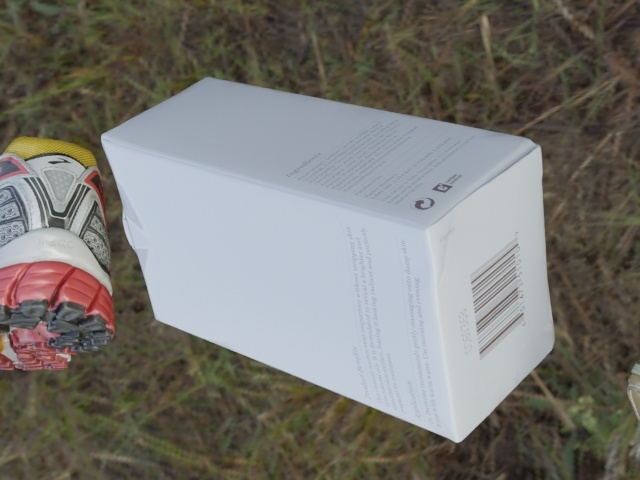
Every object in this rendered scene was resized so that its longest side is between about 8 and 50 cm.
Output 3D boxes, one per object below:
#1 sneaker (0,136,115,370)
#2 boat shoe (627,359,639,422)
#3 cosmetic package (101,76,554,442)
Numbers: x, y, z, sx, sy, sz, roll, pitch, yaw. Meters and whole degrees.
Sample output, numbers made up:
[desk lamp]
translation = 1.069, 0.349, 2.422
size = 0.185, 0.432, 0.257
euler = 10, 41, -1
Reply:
[sneaker]
translation = -0.149, 0.013, 0.571
size = 0.225, 0.088, 0.093
euler = -21, 62, 57
[boat shoe]
translation = 0.278, 0.166, 0.902
size = 0.190, 0.072, 0.068
euler = 47, 173, -31
[cosmetic package]
translation = 0.000, 0.000, 1.049
size = 0.385, 0.156, 0.217
euler = 20, 132, 39
